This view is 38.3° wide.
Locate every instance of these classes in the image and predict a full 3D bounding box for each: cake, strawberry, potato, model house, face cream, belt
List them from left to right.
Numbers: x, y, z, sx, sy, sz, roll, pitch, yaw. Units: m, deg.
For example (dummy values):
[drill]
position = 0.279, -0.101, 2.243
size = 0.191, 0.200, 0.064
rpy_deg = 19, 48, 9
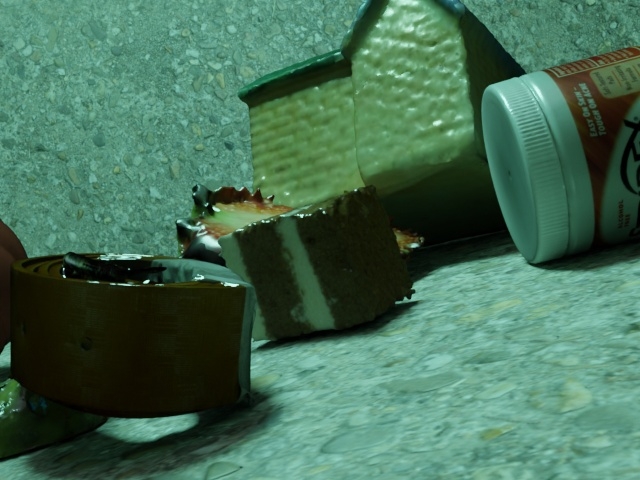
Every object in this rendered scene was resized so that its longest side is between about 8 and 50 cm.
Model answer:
[potato]
position = -0.273, 0.145, 0.764
size = 0.198, 0.054, 0.119
rpy_deg = -13, 7, 25
[belt]
position = -0.147, 0.065, 0.721
size = 0.184, 0.105, 0.261
rpy_deg = 1, 2, -31
[strawberry]
position = -0.028, 0.034, 1.131
size = 0.306, 0.138, 0.233
rpy_deg = 11, 22, -4
[cake]
position = -0.005, 0.028, 0.932
size = 0.147, 0.134, 0.135
rpy_deg = -23, 0, 26
[model house]
position = 0.105, -0.187, 1.354
size = 0.382, 0.343, 0.334
rpy_deg = -15, -19, 28
[face cream]
position = 0.290, -0.092, 0.982
size = 0.187, 0.201, 0.201
rpy_deg = -14, 4, 1

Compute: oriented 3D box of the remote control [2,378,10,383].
[remote control]
position = -0.233, 0.133, 0.941
size = 0.190, 0.029, 0.087
rpy_deg = -15, 4, 3

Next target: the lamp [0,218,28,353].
[lamp]
position = -0.527, 0.070, 1.185
size = 0.303, 0.257, 0.303
rpy_deg = -9, 44, 9
